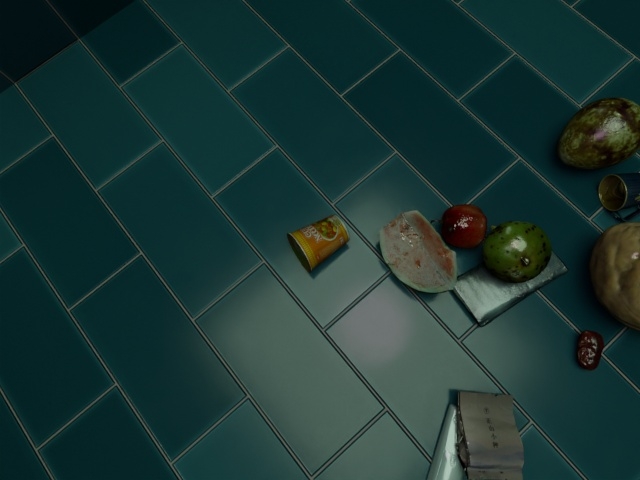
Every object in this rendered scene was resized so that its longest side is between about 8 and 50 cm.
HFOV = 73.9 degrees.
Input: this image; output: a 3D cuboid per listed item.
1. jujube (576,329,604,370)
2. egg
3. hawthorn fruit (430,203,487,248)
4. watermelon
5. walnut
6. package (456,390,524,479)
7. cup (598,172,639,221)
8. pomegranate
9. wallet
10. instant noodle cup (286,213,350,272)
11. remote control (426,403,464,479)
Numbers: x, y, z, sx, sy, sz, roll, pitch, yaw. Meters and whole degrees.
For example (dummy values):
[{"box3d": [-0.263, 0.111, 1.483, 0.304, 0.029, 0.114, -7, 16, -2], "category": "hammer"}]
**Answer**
[{"box3d": [0.891, 0.363, 1.404, 0.077, 0.077, 0.129, 10, 81, 6], "category": "jujube"}, {"box3d": [0.994, -0.374, 1.514, 0.289, 0.238, 0.238, -24, 75, 10], "category": "egg"}, {"box3d": [0.485, -0.052, 1.493, 0.193, 0.157, 0.157, 9, 75, 0], "category": "hawthorn fruit"}, {"box3d": [0.347, 0.053, 1.459, 0.224, 0.180, 0.305, -31, 73, -3], "category": "watermelon"}, {"box3d": [1.054, 0.109, 1.336, 0.381, 0.381, 0.382, -1, 75, 3], "category": "walnut"}, {"box3d": [0.528, 0.614, 1.339, 0.203, 0.062, 0.251, 9, 65, -11], "category": "package"}, {"box3d": [1.110, -0.160, 1.516, 0.155, 0.131, 0.177, -10, 104, -3], "category": "cup"}, {"box3d": [0.644, 0.025, 1.419, 0.210, 0.263, 0.211, 3, 115, 6], "category": "pomegranate"}, {"box3d": [0.657, 0.130, 1.491, 0.379, 0.046, 0.191, -32, 73, -4], "category": "wallet"}, {"box3d": [0.000, 0.000, 1.516, 0.185, 0.168, 0.168, -31, 75, -13], "category": "instant noodle cup"}, {"box3d": [0.421, 0.683, 1.354, 0.103, 0.051, 0.293, 20, 76, 9], "category": "remote control"}]
